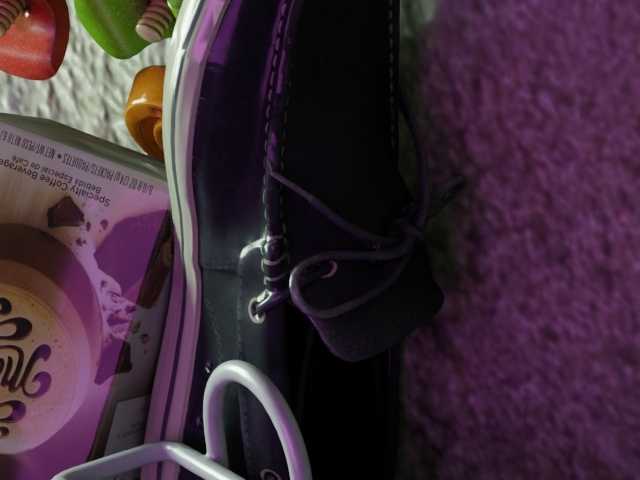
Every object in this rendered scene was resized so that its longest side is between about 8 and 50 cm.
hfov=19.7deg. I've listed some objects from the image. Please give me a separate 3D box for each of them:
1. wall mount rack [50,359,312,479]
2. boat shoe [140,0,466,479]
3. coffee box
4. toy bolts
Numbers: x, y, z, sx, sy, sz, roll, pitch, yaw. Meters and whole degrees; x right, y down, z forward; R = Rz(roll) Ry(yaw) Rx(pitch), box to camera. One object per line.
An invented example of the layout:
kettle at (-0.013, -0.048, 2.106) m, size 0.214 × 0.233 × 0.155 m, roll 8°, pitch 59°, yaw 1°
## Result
wall mount rack at (-0.042, 0.256, 1.009) m, size 0.304 × 0.130 × 0.350 m, roll 20°, pitch 122°, yaw 58°
boat shoe at (0.000, 0.000, 1.113) m, size 0.156 × 0.187 × 0.500 m, roll 21°, pitch 117°, yaw 28°
coffee box at (-0.180, 0.082, 1.197) m, size 0.168 × 0.119 × 0.297 m, roll 20°, pitch 97°, yaw 21°
toy bolts at (-0.111, -0.168, 1.214) m, size 0.228 × 0.158 × 0.218 m, roll 16°, pitch 152°, yaw 26°
